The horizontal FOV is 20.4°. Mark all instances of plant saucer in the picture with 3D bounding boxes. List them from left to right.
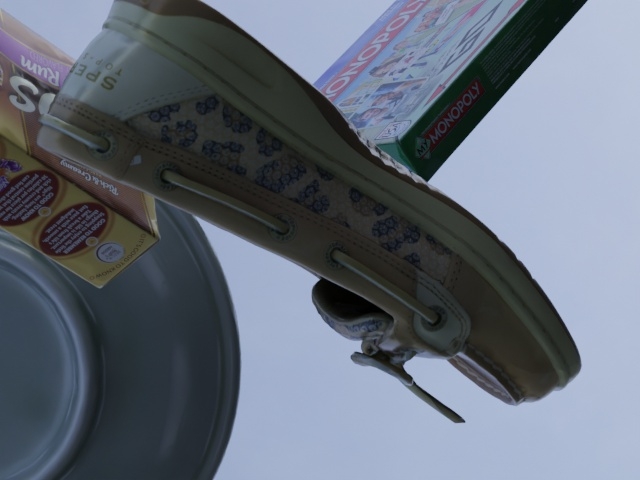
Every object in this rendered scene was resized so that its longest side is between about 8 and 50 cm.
[{"bbox_3d":[-0.265,0.098,1.377,0.100,0.400,0.400,-33,-49,-80],"label":"plant saucer"}]

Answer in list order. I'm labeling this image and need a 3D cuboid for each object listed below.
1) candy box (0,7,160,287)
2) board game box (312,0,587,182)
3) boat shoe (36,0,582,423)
[{"bbox_3d":[-0.167,-0.066,0.907,0.186,0.053,0.109,34,-151,-34],"label":"candy box"},{"bbox_3d":[0.097,-0.155,1.493,0.317,0.213,0.046,-48,-64,-29],"label":"board game box"},{"bbox_3d":[0.000,0.000,0.802,0.285,0.104,0.089,38,-100,-22],"label":"boat shoe"}]
